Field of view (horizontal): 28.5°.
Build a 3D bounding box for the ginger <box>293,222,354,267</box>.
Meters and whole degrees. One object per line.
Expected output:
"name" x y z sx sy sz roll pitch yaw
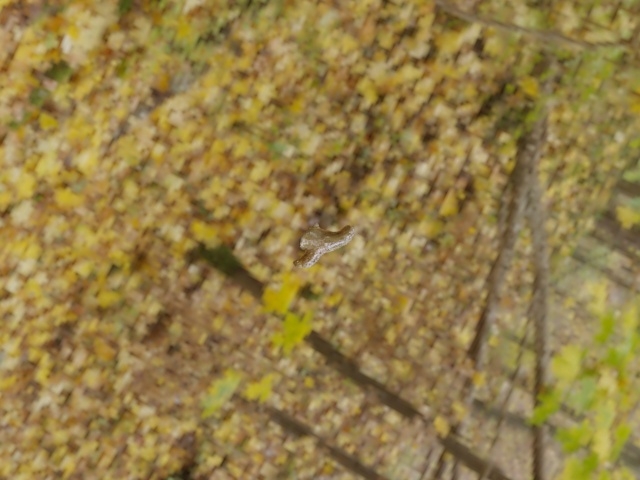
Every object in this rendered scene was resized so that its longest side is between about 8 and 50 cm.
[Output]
"ginger" -0.001 0.000 1.755 0.097 0.048 0.030 -32 -168 0
